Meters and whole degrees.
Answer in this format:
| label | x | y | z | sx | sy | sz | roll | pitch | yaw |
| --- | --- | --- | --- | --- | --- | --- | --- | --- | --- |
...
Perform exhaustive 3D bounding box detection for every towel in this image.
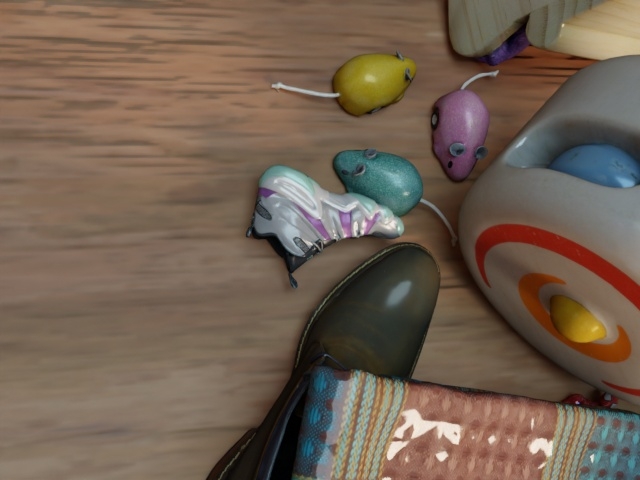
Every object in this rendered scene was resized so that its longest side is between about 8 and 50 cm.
| label | x | y | z | sx | sy | sz | roll | pitch | yaw |
| --- | --- | --- | --- | --- | --- | --- | --- | --- | --- |
| towel | 0.077 | 0.265 | 0.447 | 0.271 | 0.040 | 0.370 | 14 | 81 | -35 |

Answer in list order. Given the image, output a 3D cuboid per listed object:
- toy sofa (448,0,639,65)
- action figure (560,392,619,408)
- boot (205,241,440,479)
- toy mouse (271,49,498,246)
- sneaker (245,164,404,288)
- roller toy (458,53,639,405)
| label | x | y | z | sx | sy | sz | roll | pitch | yaw |
| --- | --- | --- | --- | --- | --- | --- | --- | --- | --- |
| toy sofa | 0.175 | -0.306 | 0.603 | 0.150 | 0.177 | 0.363 | -4 | 80 | -42 |
| action figure | 0.155 | 0.135 | 0.562 | 0.115 | 0.030 | 0.038 | -33 | 85 | -21 |
| boot | 0.020 | 0.089 | 0.485 | 0.082 | 0.106 | 0.219 | 37 | 75 | -9 |
| toy mouse | 0.067 | -0.064 | 0.570 | 0.161 | 0.031 | 0.143 | -19 | 86 | -19 |
| sneaker | 0.000 | 0.000 | 0.539 | 0.098 | 0.038 | 0.069 | 20 | 80 | -7 |
| roller toy | 0.186 | 0.003 | 0.510 | 0.191 | 0.209 | 0.146 | 41 | 72 | 8 |
